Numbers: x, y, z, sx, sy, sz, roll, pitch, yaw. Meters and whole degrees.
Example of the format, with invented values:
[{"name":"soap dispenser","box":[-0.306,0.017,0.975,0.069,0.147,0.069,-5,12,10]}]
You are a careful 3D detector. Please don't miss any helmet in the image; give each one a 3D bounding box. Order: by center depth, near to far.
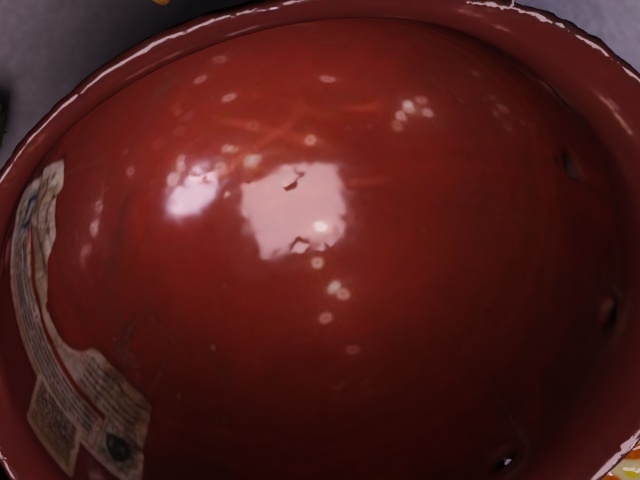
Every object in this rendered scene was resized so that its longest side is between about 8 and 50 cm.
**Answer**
[{"name":"helmet","box":[0.000,0.000,1.060,0.385,0.230,0.337,-22,112,0]}]

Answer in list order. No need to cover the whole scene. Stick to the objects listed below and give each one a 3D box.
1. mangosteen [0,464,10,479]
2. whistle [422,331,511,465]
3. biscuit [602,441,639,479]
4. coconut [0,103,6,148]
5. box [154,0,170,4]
[{"name":"mangosteen","box":[-0.182,0.212,1.151,0.347,0.307,0.306,0,122,-21]},{"name":"whistle","box":[0.132,0.061,1.173,0.123,0.123,0.223,31,101,-18]},{"name":"biscuit","box":[0.214,0.133,1.261,0.234,0.030,0.153,-41,112,20]},{"name":"coconut","box":[-0.225,-0.052,1.112,0.081,0.083,0.082,18,78,-13]},{"name":"box","box":[-0.170,-0.240,0.944,0.274,0.174,0.076,29,115,-17]}]
